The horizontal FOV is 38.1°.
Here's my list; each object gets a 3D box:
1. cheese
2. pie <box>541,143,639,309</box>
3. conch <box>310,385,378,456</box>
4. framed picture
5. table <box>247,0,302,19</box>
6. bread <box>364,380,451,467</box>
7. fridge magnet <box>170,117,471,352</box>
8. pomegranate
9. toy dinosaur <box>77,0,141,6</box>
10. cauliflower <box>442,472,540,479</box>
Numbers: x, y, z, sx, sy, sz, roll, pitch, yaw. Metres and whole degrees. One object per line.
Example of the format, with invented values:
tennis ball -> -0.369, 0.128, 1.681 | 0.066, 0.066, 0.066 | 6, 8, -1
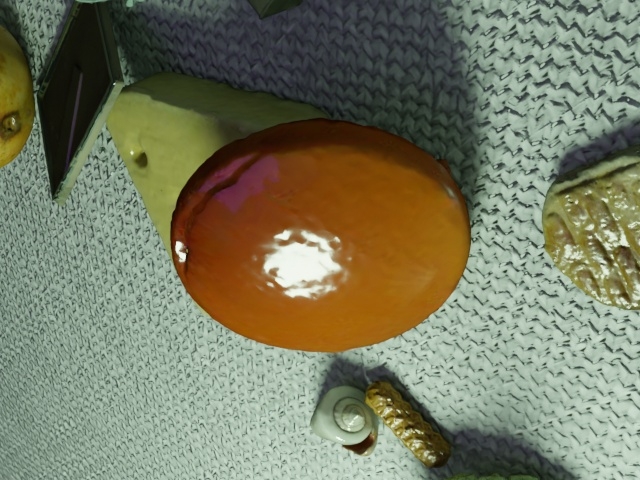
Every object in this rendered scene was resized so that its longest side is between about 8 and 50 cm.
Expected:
cheese -> -0.135, -0.048, 1.349 | 0.384, 0.104, 0.384 | 20, 125, 32
pie -> 0.334, -0.008, 1.005 | 0.195, 0.046, 0.195 | 21, 125, 33
conch -> 0.029, 0.285, 1.416 | 0.104, 0.094, 0.176 | 17, 143, -17
framed picture -> -0.379, -0.232, 1.433 | 0.315, 0.024, 0.232 | -46, 51, 45
table -> -0.060, -0.330, 1.132 | 0.083, 0.079, 0.062 | 52, 138, 6
bread -> 0.127, 0.268, 1.352 | 0.157, 0.044, 0.052 | 45, 133, 10
fridge magnet -> 0.000, 0.000, 1.125 | 0.363, 0.155, 0.363 | -1, 133, -1
pomegranate -> -0.616, -0.244, 1.543 | 0.307, 0.307, 0.307 | 21, 127, 31
toy dinosaur -> -0.271, -0.354, 1.294 | 0.209, 0.082, 0.039 | -3, 121, 22
cauliflower -> 0.215, 0.472, 1.244 | 0.260, 0.281, 0.327 | 19, 115, -8
